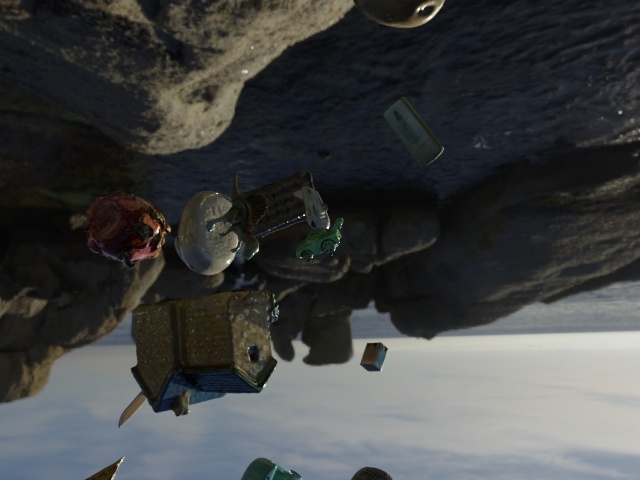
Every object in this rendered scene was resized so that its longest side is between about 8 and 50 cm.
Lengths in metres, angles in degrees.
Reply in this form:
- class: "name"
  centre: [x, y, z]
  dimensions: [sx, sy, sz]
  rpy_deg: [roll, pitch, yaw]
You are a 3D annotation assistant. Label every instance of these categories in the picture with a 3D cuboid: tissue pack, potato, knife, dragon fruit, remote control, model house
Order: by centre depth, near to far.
- class: "potato"
  centre: [0.124, -0.432, 0.910]
  dimensions: [0.137, 0.176, 0.137]
  rpy_deg: [-45, -179, 1]
- class: "model house"
  centre: [-0.324, 0.342, 1.654]
  dimensions: [0.382, 0.343, 0.334]
  rpy_deg: [-13, 169, 34]
- class: "remote control"
  centre: [0.310, -0.362, 1.812]
  dimensions: [0.098, 0.233, 0.038]
  rpy_deg: [-39, 178, 39]
- class: "knife"
  centre: [-0.608, 0.536, 1.868]
  dimensions: [0.022, 0.256, 0.046]
  rpy_deg: [12, 132, 24]
- class: "dragon fruit"
  centre: [-0.662, -0.032, 1.911]
  dimensions: [0.269, 0.250, 0.291]
  rpy_deg: [16, 167, 24]
- class: "tissue pack"
  centre: [0.192, 0.417, 1.937]
  dimensions: [0.074, 0.094, 0.059]
  rpy_deg: [-15, 128, 44]

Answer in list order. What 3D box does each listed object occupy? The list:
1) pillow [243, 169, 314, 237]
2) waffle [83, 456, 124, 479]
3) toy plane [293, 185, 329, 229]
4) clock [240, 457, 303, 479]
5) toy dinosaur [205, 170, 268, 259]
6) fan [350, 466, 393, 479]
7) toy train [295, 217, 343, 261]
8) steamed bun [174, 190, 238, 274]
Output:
- class: "pillow"
  centre: [-0.172, -0.164, 2.384]
  dimensions: [0.326, 0.228, 0.101]
  rpy_deg: [-21, 158, 18]
- class: "waffle"
  centre: [-0.644, 0.745, 1.650]
  dimensions: [0.125, 0.032, 0.191]
  rpy_deg: [26, -155, 30]
- class: "toy plane"
  centre: [-0.023, -0.108, 1.866]
  dimensions: [0.080, 0.174, 0.174]
  rpy_deg: [-25, 173, -10]
- class: "clock"
  centre: [-0.124, 0.730, 1.474]
  dimensions: [0.094, 0.224, 0.274]
  rpy_deg: [5, 155, 44]
- class: "toy dinosaur"
  centre: [-0.132, -0.051, 0.934]
  dimensions: [0.106, 0.187, 0.044]
  rpy_deg: [-5, 142, 31]
- class: "fan"
  centre: [0.093, 0.671, 1.337]
  dimensions: [0.244, 0.130, 0.074]
  rpy_deg: [-34, -168, -35]
- class: "toy train"
  centre: [0.000, 0.000, 1.499]
  dimensions: [0.149, 0.081, 0.099]
  rpy_deg: [-17, -168, 11]
- class: "steamed bun"
  centre: [-0.314, -0.017, 1.480]
  dimensions: [0.130, 0.228, 0.177]
  rpy_deg: [-10, 163, 39]
